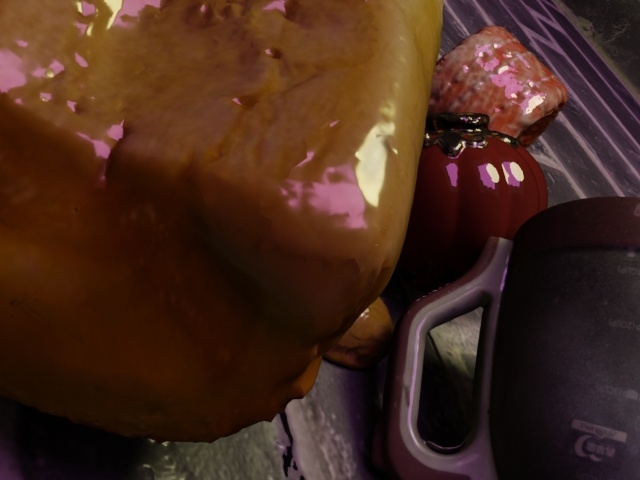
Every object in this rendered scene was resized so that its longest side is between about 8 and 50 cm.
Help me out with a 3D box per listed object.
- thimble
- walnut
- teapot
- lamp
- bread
[{"bbox_3d":[0.226,-0.176,1.087,0.162,0.239,0.239,48,31,11],"label":"thimble"},{"bbox_3d":[0.030,0.073,0.728,0.121,0.052,0.091,19,41,-31],"label":"walnut"},{"bbox_3d":[0.212,0.136,0.665,0.315,0.233,0.312,16,60,12],"label":"teapot"},{"bbox_3d":[0.140,-0.041,0.857,0.227,0.227,0.226,29,34,-22],"label":"lamp"},{"bbox_3d":[-0.116,-0.061,0.529,0.361,0.250,0.394,17,48,-3],"label":"bread"}]
